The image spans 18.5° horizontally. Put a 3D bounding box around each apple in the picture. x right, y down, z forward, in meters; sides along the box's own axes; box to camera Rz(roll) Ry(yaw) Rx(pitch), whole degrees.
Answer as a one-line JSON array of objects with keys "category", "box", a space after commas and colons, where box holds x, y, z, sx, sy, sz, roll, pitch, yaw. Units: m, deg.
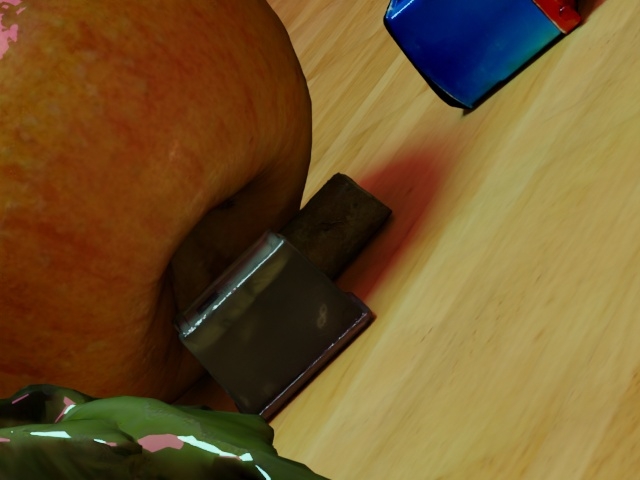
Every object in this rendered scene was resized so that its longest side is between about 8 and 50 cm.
[{"category": "apple", "box": [-0.154, -0.051, 1.108, 0.299, 0.275, 0.299, -55, -14, -22]}]

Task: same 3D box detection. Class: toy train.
[{"category": "toy train", "box": [0.114, -0.173, 1.218, 0.131, 0.083, 0.204, -41, 12, 22]}]

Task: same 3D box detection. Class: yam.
[{"category": "yam", "box": [0.000, 0.000, 1.093, 0.094, 0.043, 0.043, -48, 13, -17]}]

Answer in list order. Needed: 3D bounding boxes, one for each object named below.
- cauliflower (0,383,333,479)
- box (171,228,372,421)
[{"category": "cauliflower", "box": [-0.054, 0.173, 0.415, 0.256, 0.239, 0.315, -38, -30, -48]}, {"category": "box", "box": [-0.027, 0.041, 0.990, 0.085, 0.063, 0.060, -42, 12, -1]}]
